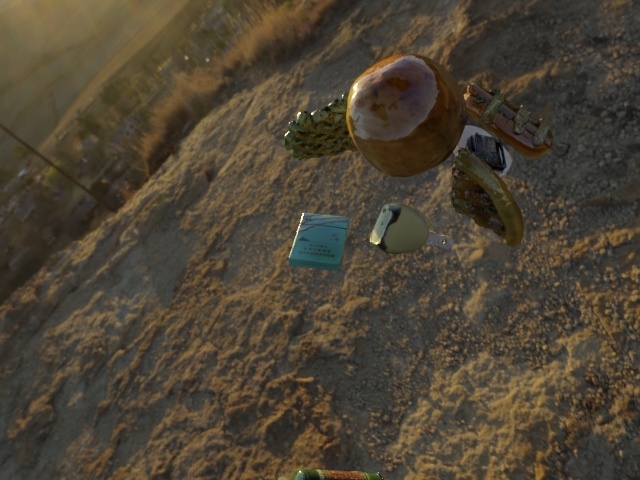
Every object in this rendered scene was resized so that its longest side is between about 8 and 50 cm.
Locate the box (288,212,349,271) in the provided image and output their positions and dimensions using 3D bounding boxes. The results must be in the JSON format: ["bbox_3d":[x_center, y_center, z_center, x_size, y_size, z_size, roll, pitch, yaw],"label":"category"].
[{"bbox_3d":[0.000,-0.001,1.529,0.162,0.041,0.229,7,42,8],"label":"box"}]

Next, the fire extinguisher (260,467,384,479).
[{"bbox_3d":[0.008,0.580,1.106,0.118,0.294,0.093,-142,67,-70],"label":"fire extinguisher"}]

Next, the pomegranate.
[{"bbox_3d":[0.160,-0.236,0.924,0.248,0.248,0.248,-21,46,24],"label":"pomegranate"}]

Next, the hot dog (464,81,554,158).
[{"bbox_3d":[0.456,-0.296,1.161,0.109,0.269,0.072,-55,0,-33],"label":"hot dog"}]

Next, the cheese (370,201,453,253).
[{"bbox_3d":[0.244,-0.013,1.201,0.054,0.251,0.127,41,113,54],"label":"cheese"}]

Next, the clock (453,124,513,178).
[{"bbox_3d":[0.451,-0.235,1.308,0.172,0.064,0.198,8,62,-10],"label":"clock"}]

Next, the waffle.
[{"bbox_3d":[0.051,-0.317,1.352,0.317,0.297,0.073,-17,79,-9],"label":"waffle"}]

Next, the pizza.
[{"bbox_3d":[0.358,-0.091,1.085,0.058,0.292,0.197,-45,26,-11],"label":"pizza"}]
